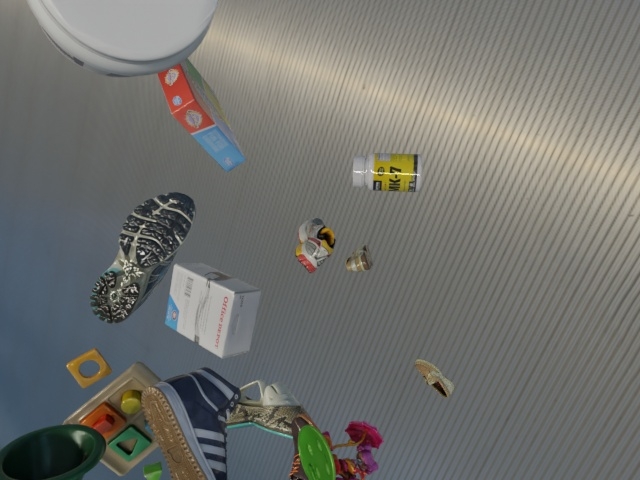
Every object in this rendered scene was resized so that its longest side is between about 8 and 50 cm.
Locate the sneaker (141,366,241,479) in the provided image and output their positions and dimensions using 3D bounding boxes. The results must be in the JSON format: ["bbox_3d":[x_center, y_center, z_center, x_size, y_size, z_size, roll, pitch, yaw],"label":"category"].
[{"bbox_3d":[-0.193,0.363,0.906,0.099,0.153,0.282,-27,85,33],"label":"sneaker"}]

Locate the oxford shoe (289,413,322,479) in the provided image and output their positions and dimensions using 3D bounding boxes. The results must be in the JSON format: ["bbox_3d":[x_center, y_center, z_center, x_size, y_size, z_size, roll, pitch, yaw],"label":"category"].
[{"bbox_3d":[-0.035,0.571,1.304,0.096,0.098,0.271,-58,40,31],"label":"oxford shoe"}]

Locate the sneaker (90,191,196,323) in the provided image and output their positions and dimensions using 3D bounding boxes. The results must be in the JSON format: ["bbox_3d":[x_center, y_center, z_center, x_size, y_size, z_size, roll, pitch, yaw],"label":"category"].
[{"bbox_3d":[-0.337,0.024,0.998,0.110,0.122,0.283,37,94,-1],"label":"sneaker"}]

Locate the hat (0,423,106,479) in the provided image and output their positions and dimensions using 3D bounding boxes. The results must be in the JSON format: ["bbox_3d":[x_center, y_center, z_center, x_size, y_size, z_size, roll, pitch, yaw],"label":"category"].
[{"bbox_3d":[-0.451,0.443,0.854,0.173,0.208,0.183,1,101,-8],"label":"hat"}]

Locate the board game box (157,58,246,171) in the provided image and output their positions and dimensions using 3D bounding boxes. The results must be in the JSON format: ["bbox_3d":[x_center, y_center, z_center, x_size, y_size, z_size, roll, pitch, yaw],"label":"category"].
[{"bbox_3d":[-0.322,-0.359,1.327,0.064,0.242,0.316,-32,55,6],"label":"board game box"}]

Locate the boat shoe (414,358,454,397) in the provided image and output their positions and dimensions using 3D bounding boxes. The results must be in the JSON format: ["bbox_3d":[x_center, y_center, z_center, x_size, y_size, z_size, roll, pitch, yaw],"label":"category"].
[{"bbox_3d":[0.321,0.393,1.455,0.135,0.045,0.050,39,140,4],"label":"boat shoe"}]

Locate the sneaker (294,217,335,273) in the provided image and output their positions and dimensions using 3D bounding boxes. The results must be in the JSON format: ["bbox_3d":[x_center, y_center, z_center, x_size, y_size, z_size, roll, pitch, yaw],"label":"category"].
[{"bbox_3d":[0.000,0.000,1.292,0.093,0.225,0.088,-35,111,16],"label":"sneaker"}]

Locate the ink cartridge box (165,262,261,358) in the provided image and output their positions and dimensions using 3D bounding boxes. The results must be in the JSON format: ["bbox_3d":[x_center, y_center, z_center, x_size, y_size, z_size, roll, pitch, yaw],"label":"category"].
[{"bbox_3d":[-0.363,0.224,1.705,0.308,0.129,0.223,19,101,36],"label":"ink cartridge box"}]

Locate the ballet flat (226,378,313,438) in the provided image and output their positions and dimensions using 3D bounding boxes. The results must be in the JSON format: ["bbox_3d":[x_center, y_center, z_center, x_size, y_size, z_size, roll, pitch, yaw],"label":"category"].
[{"bbox_3d":[-0.198,0.578,1.780,0.483,0.164,0.181,-15,69,46],"label":"ballet flat"}]

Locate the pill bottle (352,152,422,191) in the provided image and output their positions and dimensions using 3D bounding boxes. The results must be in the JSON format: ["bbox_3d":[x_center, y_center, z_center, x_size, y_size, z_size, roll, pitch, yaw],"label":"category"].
[{"bbox_3d":[0.209,-0.213,1.597,0.209,0.119,0.119,2,95,8],"label":"pill bottle"}]

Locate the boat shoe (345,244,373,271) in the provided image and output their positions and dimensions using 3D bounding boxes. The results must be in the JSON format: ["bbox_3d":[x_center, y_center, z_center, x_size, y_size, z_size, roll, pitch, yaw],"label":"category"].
[{"bbox_3d":[0.104,0.054,1.449,0.072,0.190,0.068,-19,89,11],"label":"boat shoe"}]

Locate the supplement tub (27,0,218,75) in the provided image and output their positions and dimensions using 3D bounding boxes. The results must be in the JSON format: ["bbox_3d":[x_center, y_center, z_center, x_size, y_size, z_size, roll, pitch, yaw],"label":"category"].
[{"bbox_3d":[-0.225,-0.283,0.572,0.272,0.191,0.191,32,114,60],"label":"supplement tub"}]

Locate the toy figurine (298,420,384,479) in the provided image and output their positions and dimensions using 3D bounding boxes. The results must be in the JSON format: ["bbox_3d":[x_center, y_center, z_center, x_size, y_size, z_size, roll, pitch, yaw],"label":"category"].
[{"bbox_3d":[0.062,0.437,1.035,0.130,0.159,0.173,-52,54,49],"label":"toy figurine"}]

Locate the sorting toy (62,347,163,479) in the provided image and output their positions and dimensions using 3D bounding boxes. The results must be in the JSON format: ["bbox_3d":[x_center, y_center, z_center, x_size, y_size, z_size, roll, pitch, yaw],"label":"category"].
[{"bbox_3d":[-0.388,0.371,1.043,0.196,0.347,0.047,-41,23,-8],"label":"sorting toy"}]
